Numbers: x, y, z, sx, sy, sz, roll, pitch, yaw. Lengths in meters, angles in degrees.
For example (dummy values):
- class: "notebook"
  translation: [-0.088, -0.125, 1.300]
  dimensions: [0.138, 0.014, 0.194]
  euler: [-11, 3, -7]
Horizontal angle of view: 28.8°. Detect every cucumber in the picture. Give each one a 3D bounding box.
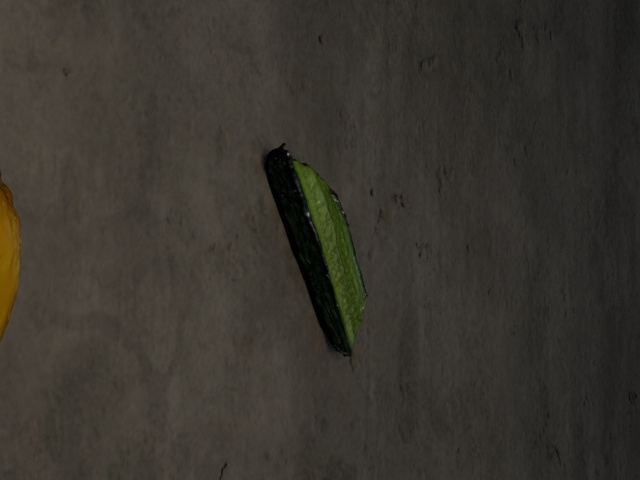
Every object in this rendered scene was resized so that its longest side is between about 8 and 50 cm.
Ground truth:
- class: "cucumber"
  translation: [0.000, 0.000, 1.209]
  dimensions: [0.070, 0.046, 0.220]
  euler: [-39, 118, -48]

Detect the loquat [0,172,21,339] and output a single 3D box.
- class: "loquat"
  translation: [-0.305, 0.002, 0.662]
  dimensions: [0.284, 0.276, 0.276]
  euler: [-12, 97, -48]
